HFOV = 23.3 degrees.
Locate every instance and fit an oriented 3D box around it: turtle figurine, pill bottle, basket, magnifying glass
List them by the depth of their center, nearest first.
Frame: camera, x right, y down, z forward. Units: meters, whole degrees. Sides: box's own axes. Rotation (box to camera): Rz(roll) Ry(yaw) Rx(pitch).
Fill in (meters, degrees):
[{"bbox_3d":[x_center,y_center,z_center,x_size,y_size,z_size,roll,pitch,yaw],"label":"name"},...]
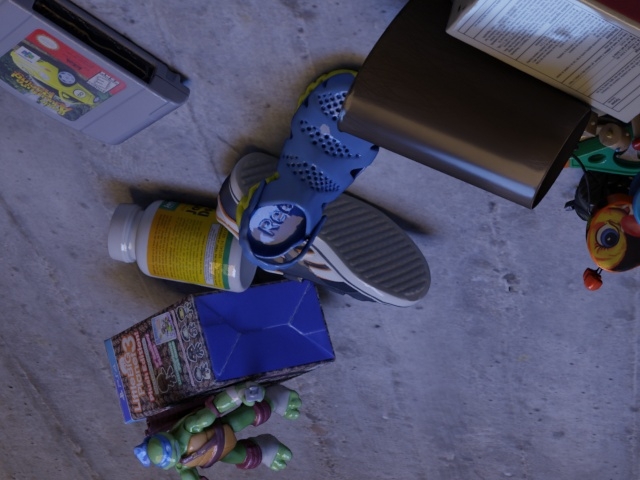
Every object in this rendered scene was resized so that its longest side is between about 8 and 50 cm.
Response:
[{"bbox_3d":[0.168,-0.146,1.700,0.227,0.204,0.154,31,154,12],"label":"basket"},{"bbox_3d":[0.322,-0.104,1.865,0.231,0.026,0.092,-7,152,5],"label":"magnifying glass"},{"bbox_3d":[-0.202,0.003,2.297,0.208,0.117,0.117,10,150,13],"label":"pill bottle"},{"bbox_3d":[-0.108,0.312,2.309,0.274,0.198,0.266,-18,176,34],"label":"turtle figurine"}]

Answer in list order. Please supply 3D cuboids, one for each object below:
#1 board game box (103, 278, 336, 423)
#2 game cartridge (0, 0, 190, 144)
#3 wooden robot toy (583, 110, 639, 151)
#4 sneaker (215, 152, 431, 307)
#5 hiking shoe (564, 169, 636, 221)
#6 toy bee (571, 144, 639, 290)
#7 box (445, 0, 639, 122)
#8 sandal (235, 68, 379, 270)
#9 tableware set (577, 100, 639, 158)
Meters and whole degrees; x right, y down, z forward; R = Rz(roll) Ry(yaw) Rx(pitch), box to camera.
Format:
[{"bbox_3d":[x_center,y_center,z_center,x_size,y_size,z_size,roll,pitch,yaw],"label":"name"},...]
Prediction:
[{"bbox_3d":[-0.161,0.172,2.432,0.232,0.141,0.291,-8,168,-36],"label":"board game box"},{"bbox_3d":[-0.339,-0.232,2.035,0.294,0.060,0.196,32,151,-25],"label":"game cartridge"},{"bbox_3d":[0.371,-0.135,1.761,0.173,0.076,0.079,-15,163,30],"label":"wooden robot toy"},{"bbox_3d":[0.000,0.000,2.182,0.321,0.126,0.127,34,143,-7],"label":"sneaker"},{"bbox_3d":[0.427,-0.028,1.974,0.227,0.086,0.114,23,164,0],"label":"hiking shoe"},{"bbox_3d":[0.374,-0.012,1.805,0.298,0.162,0.195,23,-164,24],"label":"toy bee"},{"bbox_3d":[0.272,-0.248,1.610,0.232,0.127,0.148,24,150,-14],"label":"box"},{"bbox_3d":[-0.014,-0.074,1.974,0.126,0.138,0.317,26,122,-7],"label":"sandal"},{"bbox_3d":[0.320,-0.152,1.839,0.128,0.039,0.194,-7,152,10],"label":"tableware set"}]
